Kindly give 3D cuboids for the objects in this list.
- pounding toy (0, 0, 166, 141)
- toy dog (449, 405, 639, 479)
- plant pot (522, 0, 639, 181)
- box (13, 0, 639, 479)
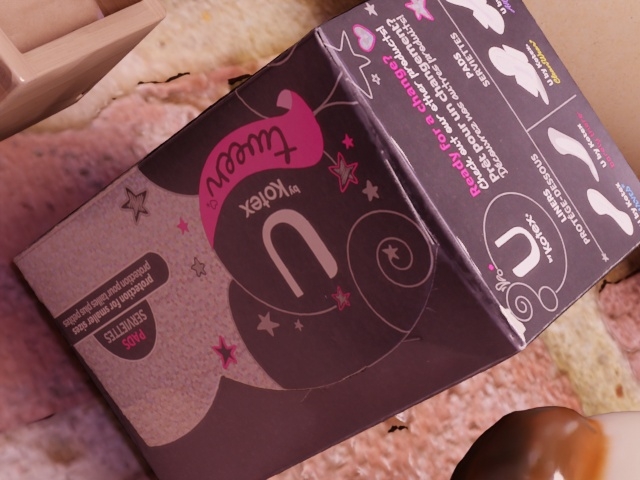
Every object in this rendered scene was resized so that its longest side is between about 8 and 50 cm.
[{"bbox_3d":[-0.169,-0.151,0.882,0.181,0.094,0.206,52,34,0],"label":"pounding toy"},{"bbox_3d":[0.184,0.245,0.796,0.284,0.395,0.408,7,29,-25],"label":"toy dog"},{"bbox_3d":[0.176,-0.134,1.100,0.274,0.256,0.256,10,60,-20],"label":"plant pot"},{"bbox_3d":[0.000,0.000,0.830,0.163,0.247,0.142,56,42,-2],"label":"box"}]
